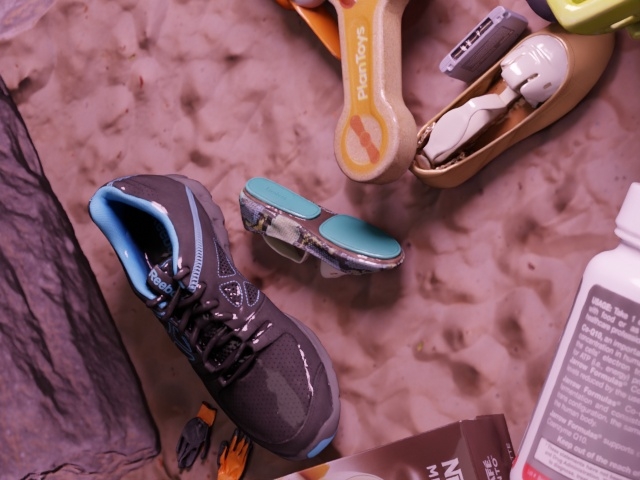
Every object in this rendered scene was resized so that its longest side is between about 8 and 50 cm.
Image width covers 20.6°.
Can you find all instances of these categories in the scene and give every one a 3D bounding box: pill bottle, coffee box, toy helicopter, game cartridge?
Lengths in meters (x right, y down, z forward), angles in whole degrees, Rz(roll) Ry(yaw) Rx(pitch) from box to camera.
[{"bbox_3d":[0.280,0.106,1.492,0.161,0.161,0.283,24,99,28],"label":"pill bottle"},{"bbox_3d":[0.063,0.261,1.639,0.246,0.098,0.141,-22,77,26],"label":"coffee box"},{"bbox_3d":[0.031,-0.225,1.658,0.235,0.140,0.355,-10,77,41],"label":"toy helicopter"},{"bbox_3d":[0.153,-0.182,1.636,0.083,0.056,0.017,-44,61,20],"label":"game cartridge"}]

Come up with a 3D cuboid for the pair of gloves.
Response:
[{"bbox_3d":[-0.108,0.212,1.787,0.083,0.010,0.074,30,102,28],"label":"pair of gloves"}]

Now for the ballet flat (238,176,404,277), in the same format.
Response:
[{"bbox_3d":[0.000,0.000,1.717,0.188,0.070,0.070,29,101,29],"label":"ballet flat"}]

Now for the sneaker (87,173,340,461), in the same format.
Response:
[{"bbox_3d":[-0.113,0.077,1.723,0.125,0.140,0.341,-45,69,18],"label":"sneaker"}]

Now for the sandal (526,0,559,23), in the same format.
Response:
[{"bbox_3d":[0.181,-0.313,1.611,0.054,0.097,0.254,-39,59,59],"label":"sandal"}]

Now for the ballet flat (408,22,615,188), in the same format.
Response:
[{"bbox_3d":[0.171,-0.127,1.613,0.232,0.073,0.080,-43,67,20],"label":"ballet flat"}]

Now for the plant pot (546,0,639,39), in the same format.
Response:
[{"bbox_3d":[0.288,-0.305,1.479,0.227,0.207,0.228,-28,75,23],"label":"plant pot"}]
